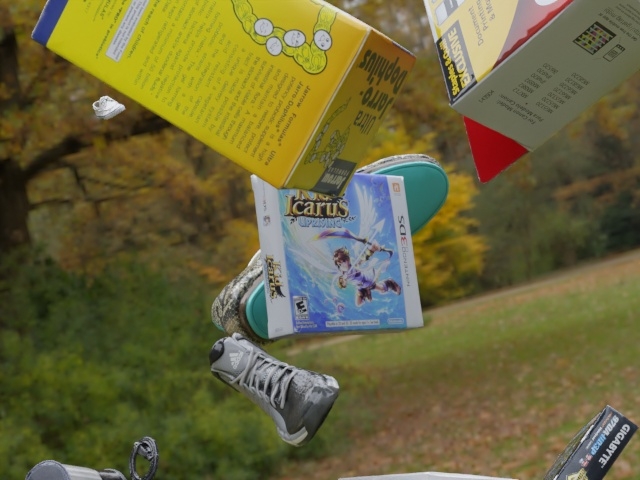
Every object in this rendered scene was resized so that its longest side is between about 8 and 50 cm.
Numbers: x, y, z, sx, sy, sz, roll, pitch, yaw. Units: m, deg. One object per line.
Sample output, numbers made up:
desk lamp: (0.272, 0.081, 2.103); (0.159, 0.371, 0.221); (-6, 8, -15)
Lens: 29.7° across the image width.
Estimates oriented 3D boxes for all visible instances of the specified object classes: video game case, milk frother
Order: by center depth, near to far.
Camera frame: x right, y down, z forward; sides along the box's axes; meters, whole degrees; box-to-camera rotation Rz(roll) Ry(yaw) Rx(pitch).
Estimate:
milk frother: (-0.307, 0.326, 1.654); (0.129, 0.143, 0.135); (12, -8, 30)
video game case: (0.029, 0.019, 1.813); (0.270, 0.244, 0.061); (1, -13, -42)

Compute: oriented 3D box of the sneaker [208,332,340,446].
sneaker: (-0.066, 0.160, 1.362); (0.086, 0.132, 0.229); (-58, 10, -11)

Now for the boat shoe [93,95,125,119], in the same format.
boat shoe: (-0.366, -0.229, 2.071); (0.035, 0.035, 0.100); (-36, 19, -20)

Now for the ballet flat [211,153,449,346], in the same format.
ballet flat: (0.000, 0.000, 2.052); (0.483, 0.164, 0.182); (-39, 24, -23)

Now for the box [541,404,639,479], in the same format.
box: (0.323, 0.317, 1.579); (0.175, 0.051, 0.220); (-50, -12, -16)

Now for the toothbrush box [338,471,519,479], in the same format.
toothbrush box: (0.111, 0.401, 1.316); (0.122, 0.283, 0.206); (10, -16, -25)

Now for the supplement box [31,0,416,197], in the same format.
supplement box: (-0.106, -0.219, 1.372); (0.195, 0.357, 0.194); (-61, -17, 9)

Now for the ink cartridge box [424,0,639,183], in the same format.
ink cartridge box: (0.197, -0.261, 1.270); (0.130, 0.309, 0.272); (24, -49, -34)
